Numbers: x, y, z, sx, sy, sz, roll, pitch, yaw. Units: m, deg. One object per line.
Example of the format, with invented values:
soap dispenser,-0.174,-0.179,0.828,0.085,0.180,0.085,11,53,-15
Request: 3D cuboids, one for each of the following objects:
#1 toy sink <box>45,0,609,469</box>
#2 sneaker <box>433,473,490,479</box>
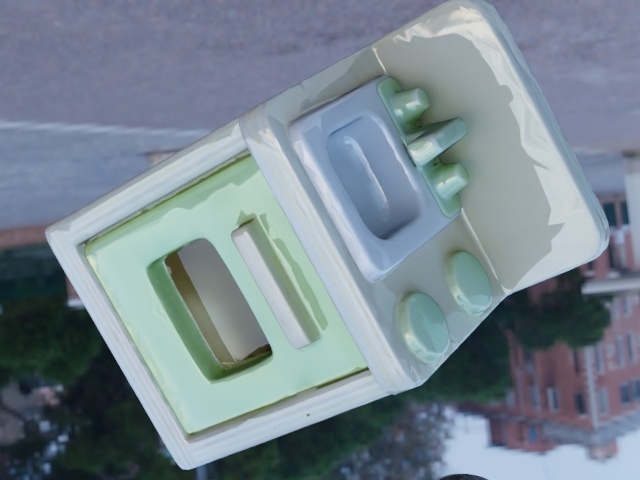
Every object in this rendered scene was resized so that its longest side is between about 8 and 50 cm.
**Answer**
toy sink,0.000,0.000,0.674,0.234,0.152,0.131,-24,-173,35
sneaker,0.007,0.410,1.110,0.169,0.447,0.257,36,155,-11
